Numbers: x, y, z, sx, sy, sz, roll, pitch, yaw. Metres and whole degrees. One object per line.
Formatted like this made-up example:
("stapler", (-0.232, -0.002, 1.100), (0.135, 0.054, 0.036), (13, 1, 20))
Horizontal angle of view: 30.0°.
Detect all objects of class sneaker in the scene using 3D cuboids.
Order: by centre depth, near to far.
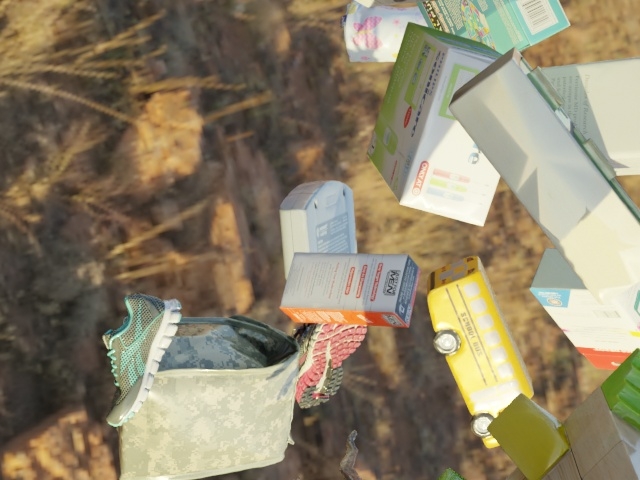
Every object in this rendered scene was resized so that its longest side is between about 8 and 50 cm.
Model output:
("sneaker", (-0.229, 0.137, 1.424), (0.076, 0.065, 0.166), (24, 80, -16))
("sneaker", (-0.006, 0.194, 2.298), (0.121, 0.299, 0.112), (-9, 49, -36))

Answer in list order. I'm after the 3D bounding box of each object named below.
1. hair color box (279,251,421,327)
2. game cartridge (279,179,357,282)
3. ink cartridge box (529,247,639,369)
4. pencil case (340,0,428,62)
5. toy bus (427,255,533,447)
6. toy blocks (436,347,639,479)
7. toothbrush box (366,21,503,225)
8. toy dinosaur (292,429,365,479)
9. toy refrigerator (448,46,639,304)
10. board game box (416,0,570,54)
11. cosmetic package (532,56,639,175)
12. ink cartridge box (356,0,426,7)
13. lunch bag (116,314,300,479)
("hair color box", (0.032, 0.053, 1.298), (0.043, 0.141, 0.072), (46, 53, -51))
("game cartridge", (0.000, 0.000, 1.991), (0.297, 0.062, 0.198), (-26, 109, -72))
("ink cartridge box", (0.429, 0.107, 1.779), (0.231, 0.134, 0.078), (46, 58, -37))
("pencil case", (0.181, -0.418, 2.387), (0.113, 0.273, 0.124), (67, 27, -66))
("toy bus", (0.291, 0.206, 2.180), (0.108, 0.130, 0.333), (-76, 143, -71))
("toy blocks", (0.186, 0.302, 0.966), (0.190, 0.381, 0.261), (36, 18, -11))
("toothbrush box", (0.165, -0.165, 1.605), (0.283, 0.122, 0.206), (-112, -142, -70))
("toy dinosaur", (0.062, 0.408, 1.725), (0.295, 0.200, 0.127), (-25, 142, -53))
("toy refrigerator", (0.258, -0.073, 1.284), (0.269, 0.094, 0.102), (51, 19, -6))
("board game box", (0.254, -0.411, 1.951), (0.254, 0.079, 0.336), (64, -13, -3))
("cosmetic package", (0.501, -0.198, 1.955), (0.230, 0.453, 0.161), (5, 87, -45))
("ink cartridge box", (0.112, -0.398, 1.654), (0.160, 0.219, 0.093), (18, 80, -48))
("lunch bag", (-0.178, 0.250, 1.919), (0.169, 0.287, 0.235), (-106, -159, -55))
